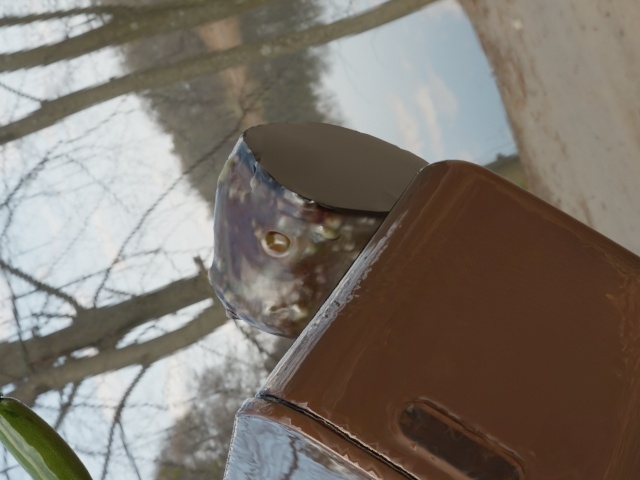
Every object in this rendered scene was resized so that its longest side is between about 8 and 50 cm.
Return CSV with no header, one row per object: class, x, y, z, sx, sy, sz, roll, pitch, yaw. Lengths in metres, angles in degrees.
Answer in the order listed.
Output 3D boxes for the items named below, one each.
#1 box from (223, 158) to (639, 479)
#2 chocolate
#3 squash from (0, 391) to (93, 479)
box,0.090,0.136,0.719,0.239,0.229,0.339,31,153,7
chocolate,0.000,0.000,1.154,0.225,0.210,0.340,29,-158,22
squash,-0.395,0.331,1.434,0.318,0.080,0.071,48,144,18
